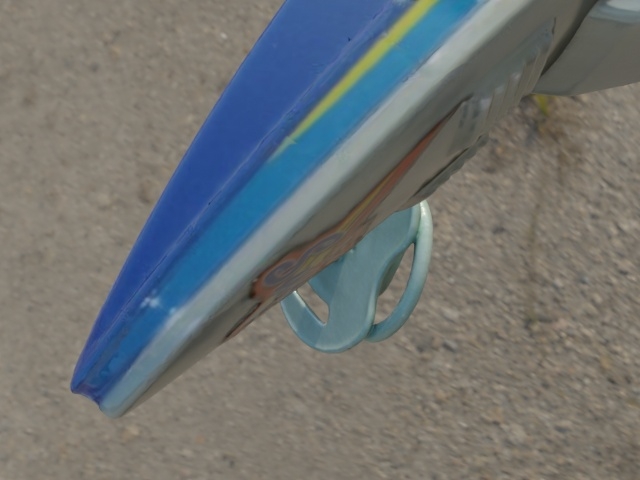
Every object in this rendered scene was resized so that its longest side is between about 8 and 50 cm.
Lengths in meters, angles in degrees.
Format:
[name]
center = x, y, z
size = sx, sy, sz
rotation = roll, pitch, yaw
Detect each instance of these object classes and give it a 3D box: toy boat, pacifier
[toy boat]
center = 0.043, -0.058, 0.386
size = 0.088, 0.129, 0.295
rotation = 44, 70, 4
[pacifier]
center = 0.000, 0.000, 0.819
size = 0.127, 0.116, 0.150
rotation = 53, 126, 36
